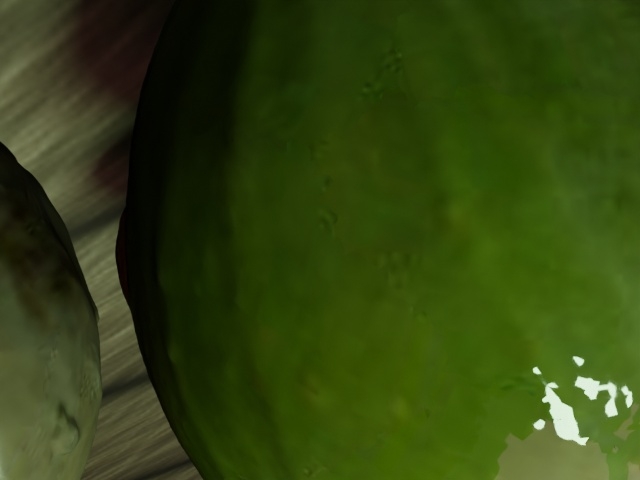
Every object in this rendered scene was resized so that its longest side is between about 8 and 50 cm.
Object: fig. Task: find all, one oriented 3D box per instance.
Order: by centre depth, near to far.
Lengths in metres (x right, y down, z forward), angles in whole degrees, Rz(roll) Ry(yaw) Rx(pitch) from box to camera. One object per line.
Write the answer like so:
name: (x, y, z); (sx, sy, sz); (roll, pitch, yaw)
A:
fig: (0.058, -0.024, 0.785); (0.316, 0.316, 0.316); (-15, 165, -4)

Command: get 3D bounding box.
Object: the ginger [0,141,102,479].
ginger: (-0.206, 0.000, 0.664); (0.155, 0.244, 0.304); (-30, 153, 24)

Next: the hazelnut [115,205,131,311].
hazelnut: (0.000, 0.000, 1.022); (0.204, 0.178, 0.178); (-46, 168, -8)
